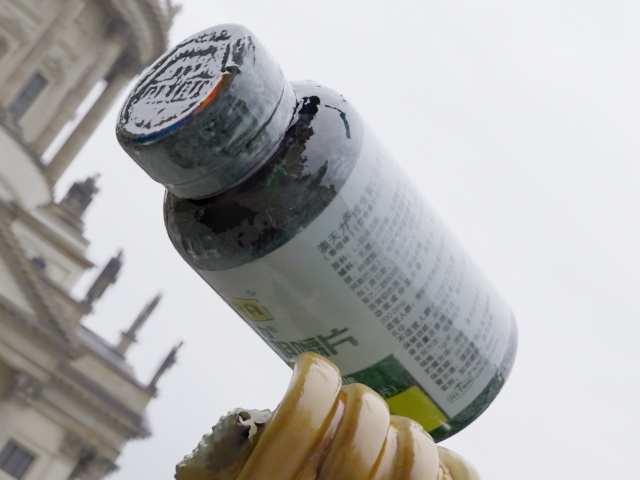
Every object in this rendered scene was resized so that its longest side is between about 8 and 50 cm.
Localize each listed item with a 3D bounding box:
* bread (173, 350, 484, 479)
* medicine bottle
[{"bbox_3d":[0.011,0.138,0.686,0.177,0.119,0.084,33,4,-12],"label":"bread"},{"bbox_3d":[0.000,0.000,0.816,0.141,0.141,0.293,6,-35,48],"label":"medicine bottle"}]
